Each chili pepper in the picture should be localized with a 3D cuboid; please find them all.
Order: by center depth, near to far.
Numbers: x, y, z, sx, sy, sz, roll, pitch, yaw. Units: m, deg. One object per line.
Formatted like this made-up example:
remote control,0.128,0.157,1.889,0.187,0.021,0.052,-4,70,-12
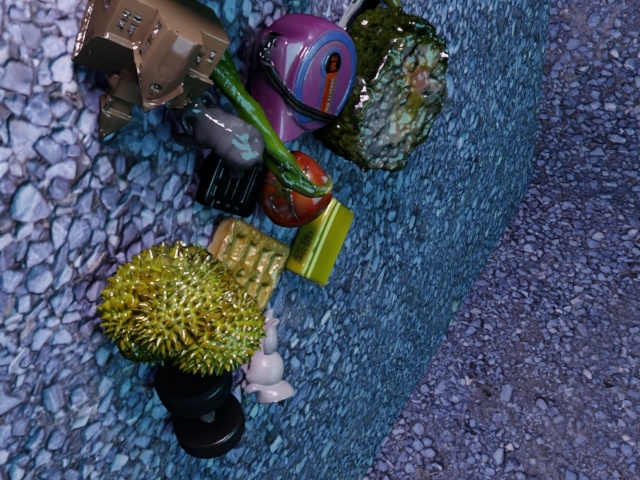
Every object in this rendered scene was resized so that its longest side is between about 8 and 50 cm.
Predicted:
chili pepper,-0.104,-0.208,1.223,0.359,0.076,0.085,52,31,-26

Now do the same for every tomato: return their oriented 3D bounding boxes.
tomato,-0.052,-0.104,1.446,0.167,0.167,0.167,-41,141,-44

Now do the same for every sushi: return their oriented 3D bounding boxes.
sushi,0.147,-0.332,1.532,0.294,0.178,0.352,20,102,-50

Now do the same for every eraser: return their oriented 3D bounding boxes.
eraser,0.000,0.000,1.708,0.226,0.069,0.158,-68,156,-5

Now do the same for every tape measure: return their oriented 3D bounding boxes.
tape measure,-0.047,-0.328,1.324,0.245,0.149,0.231,-25,132,-45

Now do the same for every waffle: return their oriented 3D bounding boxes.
waffle,-0.166,0.054,1.449,0.274,0.057,0.168,32,79,-63

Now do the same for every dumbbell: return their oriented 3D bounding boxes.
dumbbell,-0.247,0.336,1.388,0.152,0.152,0.218,-48,146,-36

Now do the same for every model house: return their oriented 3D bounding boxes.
model house,-0.265,-0.230,0.963,0.181,0.176,0.248,16,125,-36

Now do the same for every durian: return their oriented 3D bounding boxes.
durian,-0.236,0.113,1.158,0.291,0.291,0.224,33,65,-63

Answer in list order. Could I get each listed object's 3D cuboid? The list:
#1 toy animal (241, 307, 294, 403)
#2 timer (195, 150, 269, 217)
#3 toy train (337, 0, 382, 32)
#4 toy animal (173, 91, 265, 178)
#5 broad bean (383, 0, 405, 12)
toy animal,-0.143,0.285,1.623,0.104,0.131,0.221,-71,151,-83
timer,-0.173,-0.127,1.321,0.187,0.055,0.144,18,94,-67
toy train,0.088,-0.532,1.534,0.252,0.048,0.055,-55,146,-15
toy animal,-0.203,-0.202,1.136,0.269,0.137,0.082,36,74,-21
broad bean,0.115,-0.617,1.462,0.297,0.060,0.043,62,31,-35
